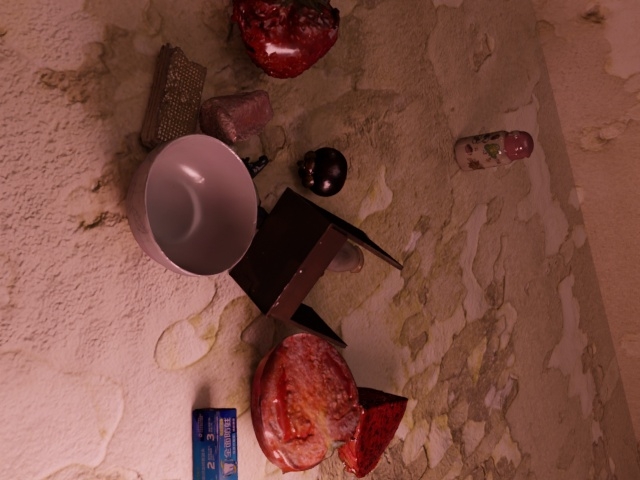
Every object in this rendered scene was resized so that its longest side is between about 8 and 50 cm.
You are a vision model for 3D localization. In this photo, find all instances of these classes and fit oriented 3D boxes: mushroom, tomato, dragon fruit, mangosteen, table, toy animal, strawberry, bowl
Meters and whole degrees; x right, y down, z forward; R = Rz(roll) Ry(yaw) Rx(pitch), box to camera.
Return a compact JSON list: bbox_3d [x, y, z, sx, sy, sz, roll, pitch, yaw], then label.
[{"bbox_3d":[0.000,0.002,2.076,0.351,0.097,0.109,38,58,-46],"label":"mushroom"},{"bbox_3d":[-0.067,0.374,1.860,0.309,0.170,0.308,19,58,-33],"label":"tomato"},{"bbox_3d":[0.081,0.478,2.068,0.317,0.152,0.205,16,89,-64],"label":"dragon fruit"},{"bbox_3d":[0.001,-0.178,2.091,0.140,0.140,0.140,12,75,-50],"label":"mangosteen"},{"bbox_3d":[-0.005,0.069,1.874,0.282,0.196,0.250,30,97,-42],"label":"table"},{"bbox_3d":[-0.180,-0.128,1.873,0.121,0.094,0.225,-18,99,-43],"label":"toy animal"},{"bbox_3d":[-0.093,-0.510,1.959,0.274,0.220,0.274,12,52,-16],"label":"strawberry"},{"bbox_3d":[-0.279,-0.066,1.673,0.287,0.144,0.286,6,82,-46],"label":"bowl"}]

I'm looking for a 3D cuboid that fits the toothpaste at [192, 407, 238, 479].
[{"bbox_3d":[-0.219,0.514,1.718,0.066,0.076,0.320,6,80,-54],"label":"toothpaste"}]

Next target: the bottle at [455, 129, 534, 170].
[{"bbox_3d":[0.584,-0.306,2.735,0.120,0.253,0.120,13,73,-50],"label":"bottle"}]

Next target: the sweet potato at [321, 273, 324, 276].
[{"bbox_3d":[-0.046,0.082,2.033,0.182,0.054,0.053,14,115,-55],"label":"sweet potato"}]

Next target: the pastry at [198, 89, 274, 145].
[{"bbox_3d":[-0.196,-0.276,1.835,0.265,0.112,0.102,-47,137,-67],"label":"pastry"}]

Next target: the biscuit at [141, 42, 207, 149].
[{"bbox_3d":[-0.311,-0.295,1.751,0.108,0.062,0.238,28,62,-46],"label":"biscuit"}]
